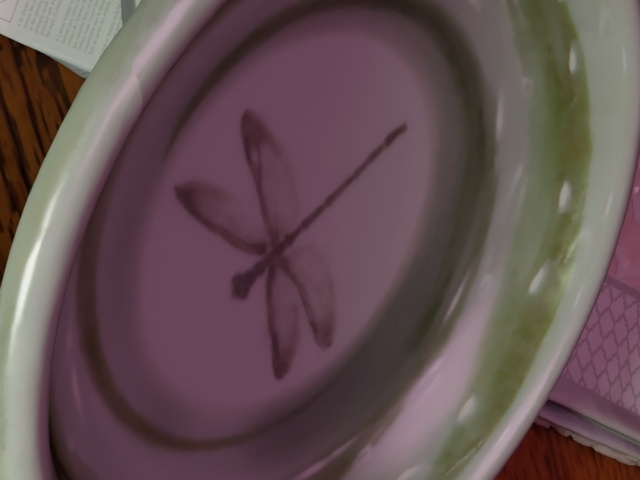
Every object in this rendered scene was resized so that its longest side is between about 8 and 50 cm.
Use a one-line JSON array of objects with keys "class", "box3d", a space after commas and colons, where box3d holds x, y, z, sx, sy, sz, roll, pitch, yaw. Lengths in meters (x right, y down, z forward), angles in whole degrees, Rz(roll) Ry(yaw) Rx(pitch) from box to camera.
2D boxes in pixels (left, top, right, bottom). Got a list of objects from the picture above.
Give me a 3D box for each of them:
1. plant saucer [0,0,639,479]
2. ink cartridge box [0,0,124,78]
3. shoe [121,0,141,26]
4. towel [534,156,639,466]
[{"class": "plant saucer", "box3d": [0.000, 0.000, 0.636, 0.400, 0.100, 0.400, -28, 132, -36]}, {"class": "ink cartridge box", "box3d": [-0.106, -0.154, 0.662, 0.179, 0.045, 0.145, 20, 89, -19]}, {"class": "shoe", "box3d": [-0.049, -0.137, 0.627, 0.081, 0.063, 0.178, -3, 94, -14]}, {"class": "towel", "box3d": [0.193, -0.027, 0.903, 0.332, 0.053, 0.317, 25, 75, -37]}]
